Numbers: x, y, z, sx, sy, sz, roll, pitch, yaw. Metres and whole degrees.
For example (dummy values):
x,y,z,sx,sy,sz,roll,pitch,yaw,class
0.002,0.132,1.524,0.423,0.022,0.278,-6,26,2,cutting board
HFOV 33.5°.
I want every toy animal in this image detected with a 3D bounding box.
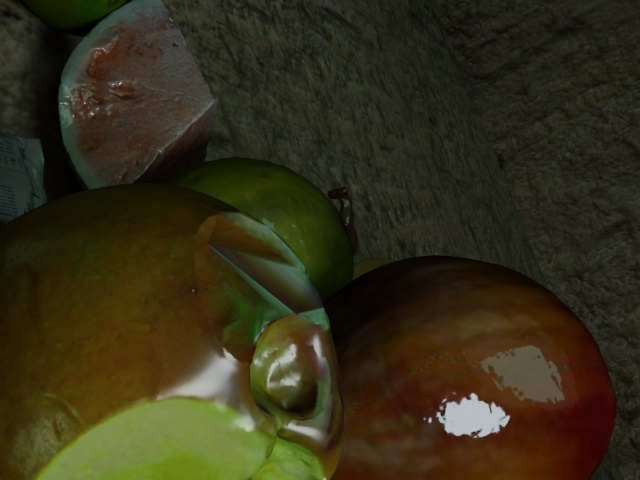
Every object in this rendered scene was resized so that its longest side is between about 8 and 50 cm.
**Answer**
x,y,z,sx,sy,sz,roll,pitch,yaw,class
0.000,0.000,1.728,0.312,0.097,0.157,-22,99,-70,toy animal

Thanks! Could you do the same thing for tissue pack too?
x,y,z,sx,sy,sz,roll,pitch,yaw,class
-0.348,-0.069,1.096,0.193,0.026,0.122,16,53,-61,tissue pack

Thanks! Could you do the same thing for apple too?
x,y,z,sx,sy,sz,roll,pitch,yaw,class
-0.149,0.142,0.904,0.374,0.374,0.384,-7,73,-67,apple

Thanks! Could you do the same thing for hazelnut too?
x,y,z,sx,sy,sz,roll,pitch,yaw,class
0.113,0.177,1.124,0.366,0.366,0.366,48,28,-35,hazelnut

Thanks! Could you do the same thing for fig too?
x,y,z,sx,sy,sz,roll,pitch,yaw,class
-0.102,0.028,1.213,0.258,0.258,0.326,69,14,11,fig
-0.308,-0.344,1.304,0.181,0.181,0.191,-78,161,-56,fig

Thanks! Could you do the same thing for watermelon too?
x,y,z,sx,sy,sz,roll,pitch,yaw,class
-0.220,-0.134,1.276,0.260,0.176,0.256,-41,116,-33,watermelon

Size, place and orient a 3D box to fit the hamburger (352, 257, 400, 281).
x,y,z,sx,sy,sz,roll,pitch,yaw,class
0.122,0.157,1.582,0.302,0.170,0.302,17,28,-9,hamburger
